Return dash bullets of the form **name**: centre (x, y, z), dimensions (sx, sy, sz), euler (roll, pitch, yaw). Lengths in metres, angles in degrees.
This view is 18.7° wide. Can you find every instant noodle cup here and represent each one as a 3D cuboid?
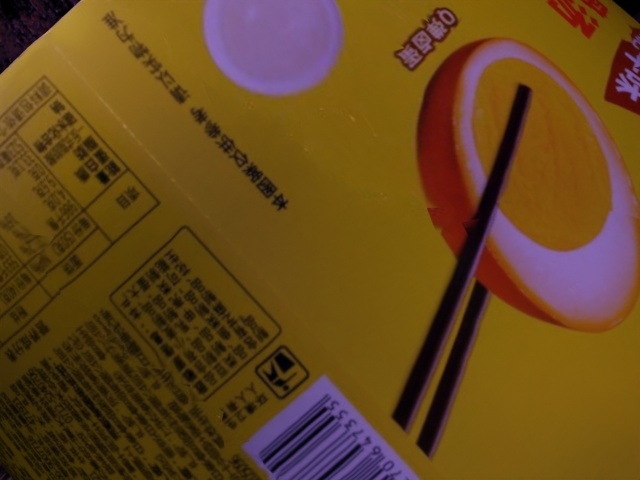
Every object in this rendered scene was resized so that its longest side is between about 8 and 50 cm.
- **instant noodle cup**: centre (0.000, 0.000, 0.664), dimensions (0.311, 0.221, 0.311), euler (-41, 8, 7)
